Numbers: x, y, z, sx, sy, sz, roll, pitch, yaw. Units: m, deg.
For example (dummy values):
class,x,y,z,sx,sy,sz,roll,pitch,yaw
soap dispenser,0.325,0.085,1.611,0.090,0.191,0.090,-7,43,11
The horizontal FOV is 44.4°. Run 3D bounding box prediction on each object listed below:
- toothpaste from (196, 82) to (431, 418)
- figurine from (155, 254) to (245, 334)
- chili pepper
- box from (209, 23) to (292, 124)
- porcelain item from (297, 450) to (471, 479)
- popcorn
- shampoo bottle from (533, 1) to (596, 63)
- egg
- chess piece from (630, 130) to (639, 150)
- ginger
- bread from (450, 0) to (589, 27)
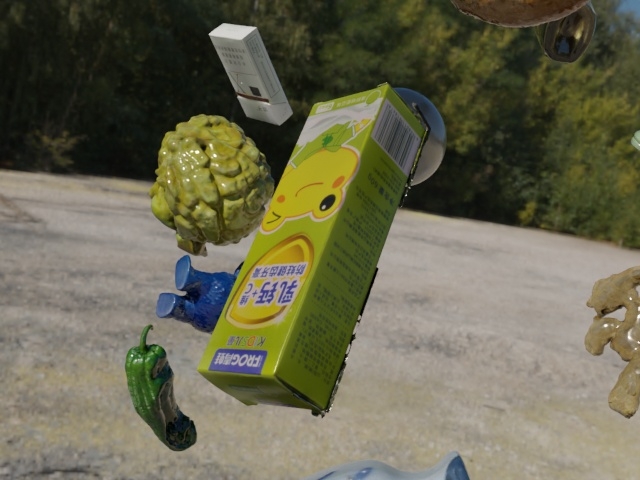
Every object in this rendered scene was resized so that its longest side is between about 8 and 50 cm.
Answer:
class,x,y,z,sx,sy,sz,roll,pitch,yaw
toothpaste,0.000,0.000,0.754,0.110,0.328,0.077,-4,-36,44
figurine,-0.169,0.118,1.462,0.262,0.164,0.121,2,35,-35
chili pepper,-0.283,0.273,1.383,0.074,0.257,0.100,19,43,37
box,-0.105,-0.255,1.203,0.083,0.154,0.040,18,54,41
porcelain item,0.036,0.447,1.126,0.404,0.243,0.178,-17,-28,2
popcorn,-0.209,-0.106,1.481,0.223,0.271,0.257,7,-9,-23
shampoo bottle,0.459,-0.429,1.507,0.084,0.126,0.350,15,27,4
egg,0.153,-0.200,1.510,0.176,0.176,0.232,11,-13,19
chess piece,0.404,-0.142,0.908,0.042,0.093,0.042,19,34,-13
ginger,0.501,0.163,1.296,0.065,0.259,0.149,30,-20,-38
bread,0.256,-0.453,1.168,0.340,0.179,0.194,46,50,1
